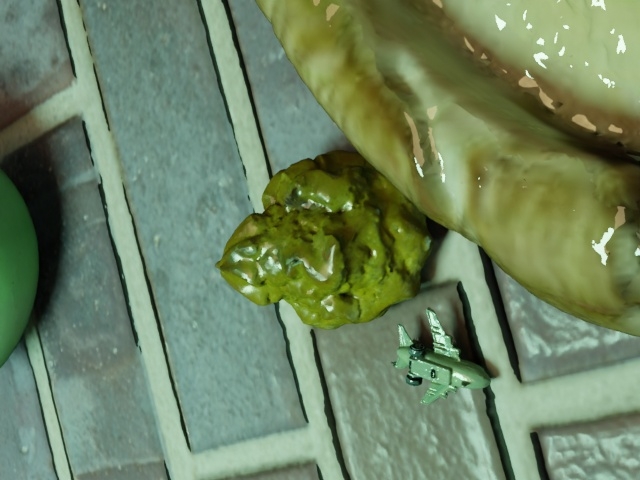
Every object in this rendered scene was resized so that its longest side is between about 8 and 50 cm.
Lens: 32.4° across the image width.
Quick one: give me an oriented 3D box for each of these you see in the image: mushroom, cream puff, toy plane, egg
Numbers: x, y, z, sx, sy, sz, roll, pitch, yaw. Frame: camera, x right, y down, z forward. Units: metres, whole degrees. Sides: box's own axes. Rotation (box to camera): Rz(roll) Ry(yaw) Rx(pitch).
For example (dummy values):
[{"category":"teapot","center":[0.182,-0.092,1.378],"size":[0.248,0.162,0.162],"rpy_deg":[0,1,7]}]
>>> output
[{"category":"mushroom","center":[0.105,-0.145,0.680],"size":[0.397,0.224,0.313],"rpy_deg":[21,125,46]},{"category":"cream puff","center":[0.000,0.000,0.816],"size":[0.146,0.116,0.146],"rpy_deg":[5,97,43]},{"category":"toy plane","center":[0.086,0.092,0.806],"size":[0.083,0.033,0.080],"rpy_deg":[20,119,36]},{"category":"egg","center":[-0.388,0.030,1.071],"size":[0.220,0.220,0.269],"rpy_deg":[28,118,34]}]
